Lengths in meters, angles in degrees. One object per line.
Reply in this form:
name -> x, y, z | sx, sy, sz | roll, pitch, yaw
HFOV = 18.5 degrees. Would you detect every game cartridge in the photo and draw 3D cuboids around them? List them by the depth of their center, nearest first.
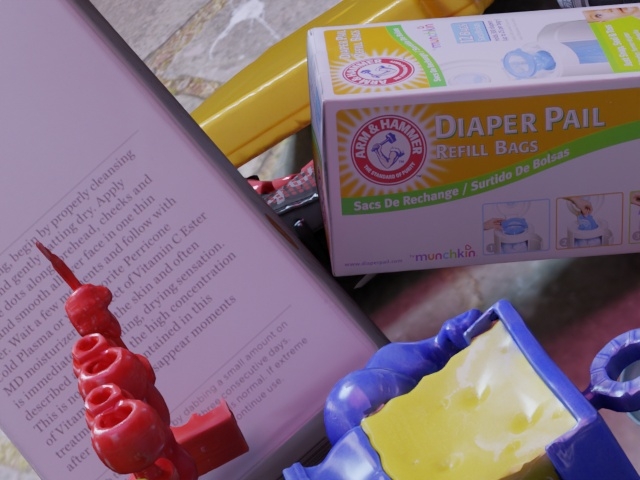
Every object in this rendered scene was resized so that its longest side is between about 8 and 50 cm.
game cartridge -> 0.028, -0.143, 1.413 | 0.285, 0.053, 0.324 | -30, 11, 27

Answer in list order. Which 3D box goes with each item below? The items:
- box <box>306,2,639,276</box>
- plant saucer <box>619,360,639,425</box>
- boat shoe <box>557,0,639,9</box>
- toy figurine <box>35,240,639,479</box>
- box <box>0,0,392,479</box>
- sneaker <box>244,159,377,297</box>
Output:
box -> 0.098, -0.057, 1.059 | 0.203, 0.103, 0.114 | -4, 26, -1
plant saucer -> 0.197, 0.052, 0.932 | 0.119, 0.021, 0.119 | -35, 23, 17
boat shoe -> 0.232, -0.222, 1.308 | 0.076, 0.080, 0.228 | 10, 39, 28
toy figurine -> 0.046, 0.087, 0.746 | 0.217, 0.191, 0.362 | -27, 26, -3
box -> -0.125, -0.002, 1.059 | 0.168, 0.345, 0.215 | -42, -13, 2
sneaker -> 0.000, 0.000, 1.247 | 0.276, 0.097, 0.135 | -24, 28, 41
